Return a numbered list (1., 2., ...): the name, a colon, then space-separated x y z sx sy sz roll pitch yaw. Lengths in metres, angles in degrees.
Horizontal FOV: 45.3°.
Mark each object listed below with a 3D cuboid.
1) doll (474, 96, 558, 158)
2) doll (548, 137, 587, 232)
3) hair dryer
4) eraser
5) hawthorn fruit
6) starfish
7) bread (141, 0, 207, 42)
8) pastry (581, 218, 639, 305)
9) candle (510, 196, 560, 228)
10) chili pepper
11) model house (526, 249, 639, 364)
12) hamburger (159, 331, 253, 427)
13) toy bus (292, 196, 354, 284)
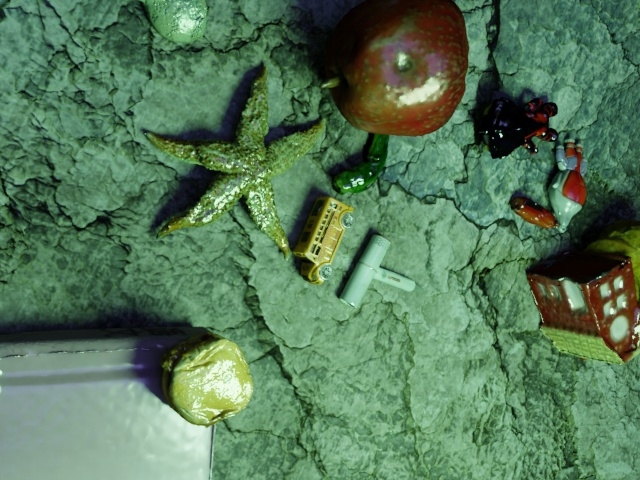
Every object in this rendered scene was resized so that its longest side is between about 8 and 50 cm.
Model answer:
1. doll: 0.423 -0.245 1.663 0.249 0.088 0.127 -17 81 -35
2. doll: 0.565 -0.124 1.746 0.102 0.075 0.227 20 73 -26
3. hair dryer: 0.140 0.094 1.558 0.183 0.044 0.155 35 80 -29
4. eraser: -0.357 0.285 1.261 0.359 0.122 0.272 1 96 -27
5. hawthorn fruit: 0.132 -0.315 1.391 0.300 0.275 0.275 -16 102 -18
6. starfish: -0.142 -0.148 1.372 0.347 0.078 0.358 5 92 -26
7. bread: -0.261 -0.448 1.286 0.232 0.064 0.172 41 77 -26
8. pastry: 0.725 0.070 1.760 0.132 0.235 0.240 -29 116 -28
9. candle: 0.491 -0.060 1.736 0.162 0.053 0.048 23 39 -33
10. chili pepper: 0.094 -0.159 1.507 0.073 0.050 0.182 37 74 -17
11. model house: 0.607 0.164 1.726 0.160 0.196 0.254 -28 107 -26
12. hamburger: -0.185 0.225 1.234 0.138 0.083 0.147 -28 104 -30
13. toy bus: 0.000 0.000 1.457 0.074 0.069 0.162 28 79 -26
